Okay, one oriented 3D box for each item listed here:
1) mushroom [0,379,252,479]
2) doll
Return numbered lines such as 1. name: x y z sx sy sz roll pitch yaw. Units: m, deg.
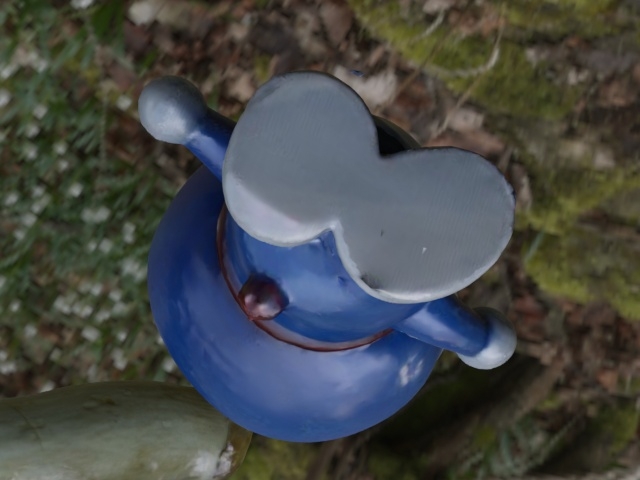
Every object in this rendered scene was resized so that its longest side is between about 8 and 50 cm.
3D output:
1. mushroom: -0.176 0.131 1.036 0.100 0.312 0.081 -44 60 39
2. doll: 0.000 0.000 0.812 0.215 0.161 0.257 39 158 -1
